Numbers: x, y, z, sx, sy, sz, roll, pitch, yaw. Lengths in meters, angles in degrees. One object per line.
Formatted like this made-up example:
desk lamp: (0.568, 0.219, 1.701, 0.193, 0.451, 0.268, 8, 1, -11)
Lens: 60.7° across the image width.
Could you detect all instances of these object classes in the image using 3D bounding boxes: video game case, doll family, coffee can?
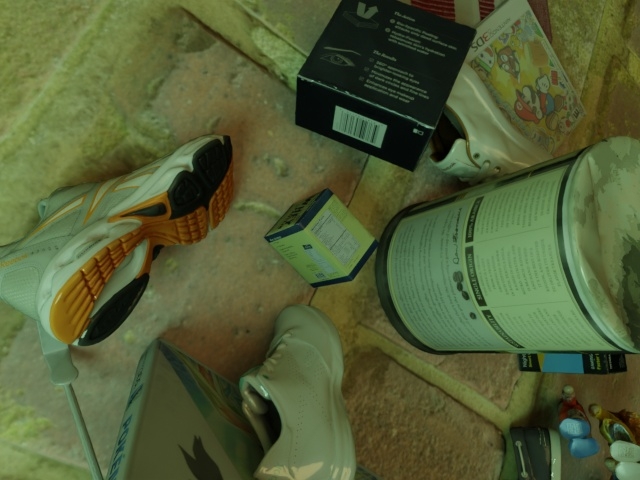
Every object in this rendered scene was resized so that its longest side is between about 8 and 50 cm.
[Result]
video game case: (0.295, -0.226, 0.820, 0.206, 0.026, 0.227, -43, 107, -23)
video game case: (-0.014, 0.236, 0.425, 0.329, 0.300, 0.036, 38, 96, -18)
doll family: (0.391, 0.316, 0.714, 0.163, 0.119, 0.262, 6, 74, -69)
coffee can: (0.221, 0.025, 0.599, 0.202, 0.275, 0.201, 6, 77, -29)

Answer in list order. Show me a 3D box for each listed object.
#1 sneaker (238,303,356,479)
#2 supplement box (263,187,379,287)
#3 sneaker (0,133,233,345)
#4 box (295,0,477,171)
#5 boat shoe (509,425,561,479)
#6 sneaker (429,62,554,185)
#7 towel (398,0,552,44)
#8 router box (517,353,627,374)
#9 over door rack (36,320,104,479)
sneaker: (-0.032, 0.125, 0.494, 0.094, 0.080, 0.212, 21, 27, -24)
supplement box: (0.000, 0.000, 0.588, 0.083, 0.083, 0.056, 47, 61, -15)
sneaker: (-0.177, -0.031, 0.488, 0.121, 0.099, 0.262, 18, 41, 17)
box: (0.073, -0.187, 0.630, 0.156, 0.093, 0.158, 24, 67, 6)
boat shoe: (0.266, 0.343, 0.701, 0.065, 0.075, 0.205, 6, 80, 15)
sneaker: (0.219, -0.097, 0.733, 0.290, 0.106, 0.123, 48, 63, -1)
towel: (0.221, -0.425, 0.835, 0.329, 0.037, 0.236, -1, 83, -29)
router box: (0.323, 0.086, 0.730, 0.046, 0.133, 0.178, 4, 78, -30)
over door rack: (-0.247, 0.216, 0.349, 0.240, 0.108, 0.324, -13, 53, -32)
